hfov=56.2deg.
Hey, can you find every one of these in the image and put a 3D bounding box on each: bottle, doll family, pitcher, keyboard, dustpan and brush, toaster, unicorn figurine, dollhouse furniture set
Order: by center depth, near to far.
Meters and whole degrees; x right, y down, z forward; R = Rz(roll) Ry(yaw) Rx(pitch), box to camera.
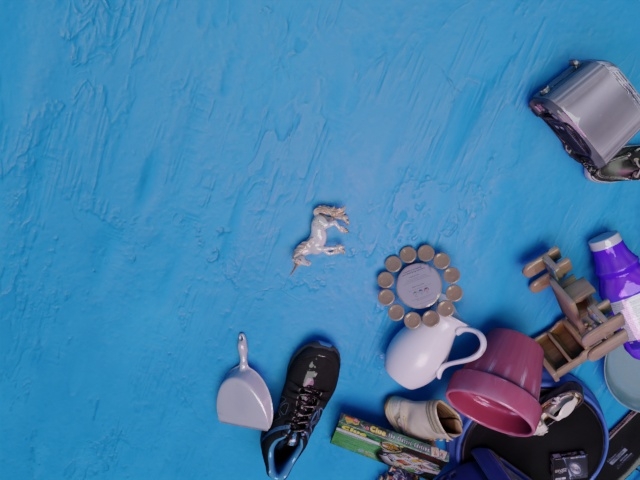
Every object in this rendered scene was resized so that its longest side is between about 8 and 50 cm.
[{"bbox_3d":[0.538,-0.249,1.183,0.146,0.129,0.227,-44,105,9],"label":"toaster"},{"bbox_3d":[0.000,0.000,1.278,0.111,0.060,0.161,8,93,-6],"label":"unicorn figurine"},{"bbox_3d":[0.523,0.178,1.293,0.161,0.212,0.242,-34,135,7],"label":"dollhouse furniture set"},{"bbox_3d":[0.678,0.117,1.315,0.118,0.092,0.282,-27,93,16],"label":"bottle"},{"bbox_3d":[0.249,0.240,1.315,0.125,0.178,0.207,24,107,-45],"label":"pitcher"},{"bbox_3d":[-0.177,0.318,1.367,0.147,0.060,0.211,1,108,26],"label":"dustpan and brush"},{"bbox_3d":[0.207,0.595,1.489,0.111,0.076,0.192,23,103,-6],"label":"doll family"},{"bbox_3d":[0.788,0.568,1.539,0.202,0.033,0.317,36,104,-8],"label":"keyboard"}]

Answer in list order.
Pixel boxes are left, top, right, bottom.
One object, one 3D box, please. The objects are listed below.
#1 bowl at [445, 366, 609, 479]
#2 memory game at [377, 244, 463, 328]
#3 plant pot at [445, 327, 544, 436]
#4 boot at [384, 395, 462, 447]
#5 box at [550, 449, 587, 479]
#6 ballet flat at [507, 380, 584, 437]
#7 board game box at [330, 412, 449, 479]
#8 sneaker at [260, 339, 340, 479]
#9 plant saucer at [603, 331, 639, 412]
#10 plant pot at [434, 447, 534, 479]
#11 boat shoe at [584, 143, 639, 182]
[{"bbox_3d":[0.506,0.494,1.460,0.392,0.077,0.390,0,108,-1],"label":"bowl"},{"bbox_3d":[0.212,0.099,1.295,0.186,0.012,0.186,-3,80,16],"label":"memory game"},{"bbox_3d":[0.398,0.300,1.310,0.201,0.201,0.180,38,64,-15],"label":"plant pot"},{"bbox_3d":[0.262,0.451,1.396,0.165,0.077,0.213,-15,113,46],"label":"boot"},{"bbox_3d":[0.590,0.536,1.426,0.083,0.018,0.067,-7,107,0],"label":"box"},{"bbox_3d":[0.508,0.391,1.352,0.203,0.074,0.074,-38,107,10],"label":"ballet flat"},{"bbox_3d":[0.157,0.485,1.403,0.260,0.030,0.136,20,142,5],"label":"board game box"},{"bbox_3d":[-0.039,0.390,1.364,0.125,0.139,0.340,18,107,-10],"label":"sneaker"},{"bbox_3d":[0.823,0.269,1.429,0.318,0.043,0.317,-1,109,-3],"label":"plant saucer"},{"bbox_3d":[0.397,0.623,1.343,0.236,0.236,0.212,38,96,-12],"label":"plant pot"},{"bbox_3d":[0.668,-0.165,1.251,0.220,0.070,0.077,-13,110,1],"label":"boat shoe"}]
